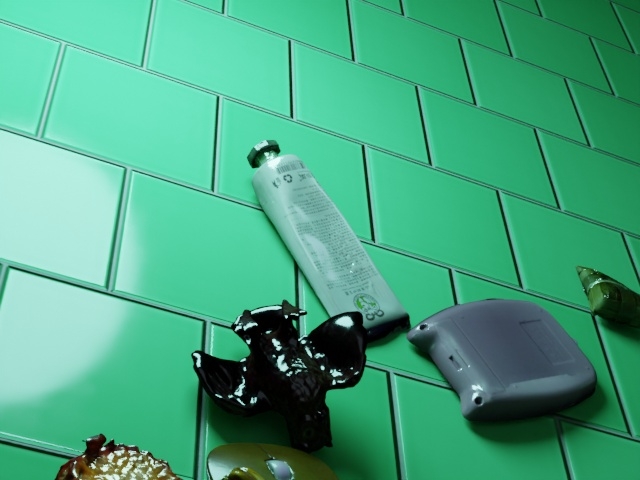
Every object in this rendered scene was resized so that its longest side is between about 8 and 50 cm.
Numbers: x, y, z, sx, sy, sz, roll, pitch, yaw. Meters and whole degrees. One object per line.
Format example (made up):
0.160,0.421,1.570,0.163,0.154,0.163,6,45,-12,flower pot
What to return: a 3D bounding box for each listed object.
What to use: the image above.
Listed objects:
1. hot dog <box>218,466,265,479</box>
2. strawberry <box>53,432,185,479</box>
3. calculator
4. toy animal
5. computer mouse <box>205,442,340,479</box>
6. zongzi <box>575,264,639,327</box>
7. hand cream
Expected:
-0.052,0.267,1.096,0.122,0.049,0.037,45,8,25,hot dog
-0.190,0.258,1.077,0.145,0.086,0.145,32,13,-8,strawberry
0.266,0.156,1.561,0.294,0.043,0.194,-6,48,-41,calculator
-0.037,0.160,1.324,0.218,0.116,0.179,-15,86,-21,toy animal
-0.025,0.323,1.138,0.158,0.072,0.310,9,40,-29,computer mouse
0.463,0.084,1.779,0.109,0.055,0.119,20,26,-17,zongzi
0.000,0.000,1.562,0.121,0.076,0.336,-14,60,-38,hand cream
